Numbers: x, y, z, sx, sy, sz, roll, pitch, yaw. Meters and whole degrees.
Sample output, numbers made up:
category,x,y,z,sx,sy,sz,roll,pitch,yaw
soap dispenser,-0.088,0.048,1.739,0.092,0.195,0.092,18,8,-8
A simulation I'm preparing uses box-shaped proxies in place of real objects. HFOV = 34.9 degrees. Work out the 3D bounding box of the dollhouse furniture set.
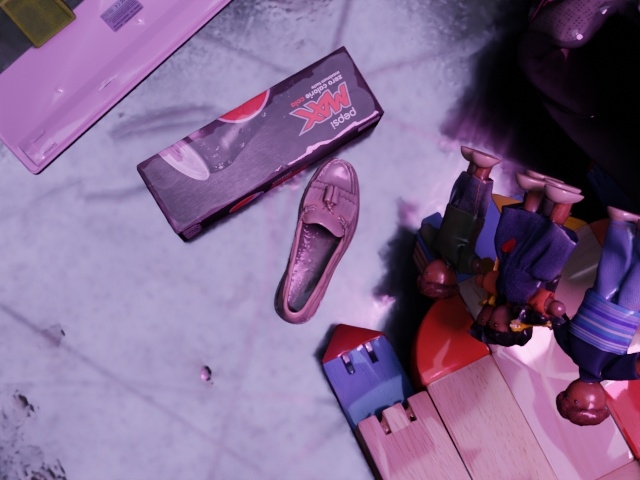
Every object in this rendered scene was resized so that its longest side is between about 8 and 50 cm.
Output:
category,x,y,z,sx,sy,sz,roll,pitch,yaw
dollhouse furniture set,-0.236,-0.213,0.734,0.076,0.058,0.151,-40,67,-2

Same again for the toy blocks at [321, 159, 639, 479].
category,x,y,z,sx,sy,sz,roll,pitch,yaw
toy blocks,0.156,0.075,0.677,0.381,0.191,0.261,-26,76,-5

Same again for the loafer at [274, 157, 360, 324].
category,x,y,z,sx,sy,sz,roll,pitch,yaw
loafer,0.000,0.000,0.724,0.045,0.039,0.125,18,85,-1

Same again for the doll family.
category,x,y,z,sx,sy,sz,roll,pitch,yaw
doll family,0.116,0.023,0.558,0.076,0.193,0.111,16,100,-18

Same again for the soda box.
category,x,y,z,sx,sy,sz,roll,pitch,yaw
soda box,-0.042,-0.068,0.720,0.169,0.053,0.060,-31,88,-5

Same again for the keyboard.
category,x,y,z,sx,sy,sz,roll,pitch,yaw
keyboard,-0.138,-0.159,0.744,0.256,0.014,0.072,-43,84,-5

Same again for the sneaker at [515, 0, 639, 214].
category,x,y,z,sx,sy,sz,roll,pitch,yaw
sneaker,0.217,-0.171,0.624,0.202,0.185,0.482,-4,63,-4
